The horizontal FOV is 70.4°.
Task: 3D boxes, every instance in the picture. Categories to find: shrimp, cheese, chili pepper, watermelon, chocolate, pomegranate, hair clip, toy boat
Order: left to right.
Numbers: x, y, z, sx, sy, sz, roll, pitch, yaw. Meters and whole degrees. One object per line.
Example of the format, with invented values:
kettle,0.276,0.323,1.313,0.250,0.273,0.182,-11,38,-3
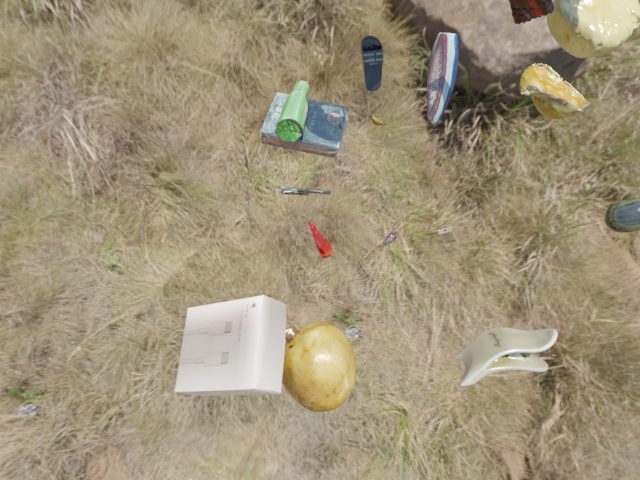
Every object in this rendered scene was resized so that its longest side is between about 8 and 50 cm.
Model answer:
chocolate,-0.091,-0.500,1.709,0.110,0.110,0.291,14,52,-4
pomegranate,-0.009,0.425,1.521,0.306,0.307,0.308,1,79,-7
chili pepper,0.000,0.000,1.424,0.045,0.027,0.178,-35,129,-9
shrimp,0.242,-0.018,1.500,0.038,0.029,0.092,32,91,-8
toy boat,0.306,-0.412,1.172,0.080,0.045,0.229,20,119,31
hair clip,0.527,0.319,1.294,0.281,0.172,0.114,-7,102,13
chocolate,0.390,-0.510,0.885,0.182,0.086,0.028,44,60,-36
cheese,0.758,-0.620,1.250,0.213,0.117,0.226,-35,76,0
watermelon,0.732,-0.060,1.069,0.110,0.078,0.078,-20,81,19

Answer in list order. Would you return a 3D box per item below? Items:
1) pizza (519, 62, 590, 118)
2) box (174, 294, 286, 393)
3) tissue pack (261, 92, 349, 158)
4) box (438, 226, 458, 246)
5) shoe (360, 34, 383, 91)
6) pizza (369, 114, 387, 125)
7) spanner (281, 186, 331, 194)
pizza,0.590,-0.375,1.192,0.188,0.081,0.204,46,48,13
box,-0.206,0.250,1.053,0.251,0.106,0.203,-12,61,30
tissue pack,-0.059,-0.462,1.831,0.315,0.103,0.228,12,61,4
box,0.493,-0.014,1.746,0.053,0.083,0.024,-16,45,25
shoe,0.172,-0.565,1.466,0.071,0.179,0.049,-9,39,-1
pizza,0.222,-0.452,1.741,0.078,0.083,0.025,26,108,-23
spanner,-0.043,-0.150,1.380,0.093,0.325,0.026,0,96,-22
